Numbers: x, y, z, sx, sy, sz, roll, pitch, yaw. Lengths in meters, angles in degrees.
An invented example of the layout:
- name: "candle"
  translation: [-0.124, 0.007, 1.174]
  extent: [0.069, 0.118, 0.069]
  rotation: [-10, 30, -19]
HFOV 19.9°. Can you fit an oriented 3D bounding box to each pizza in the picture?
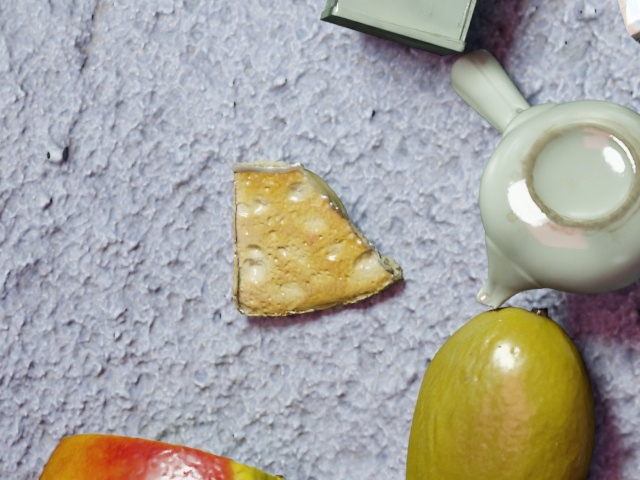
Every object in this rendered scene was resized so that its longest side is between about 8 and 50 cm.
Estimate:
- name: "pizza"
  translation: [-0.006, -0.007, 2.073]
  extent: [0.204, 0.080, 0.188]
  rotation: [0, 108, 17]

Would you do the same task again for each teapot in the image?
- name: "teapot"
  translation: [0.256, -0.085, 1.906]
  extent: [0.220, 0.149, 0.318]
  rotation: [-7, 64, 4]

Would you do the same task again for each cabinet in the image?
- name: "cabinet"
  translation: [0.105, -0.319, 1.973]
  extent: [0.150, 0.145, 0.206]
  rotation: [16, 93, -6]

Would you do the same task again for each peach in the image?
- name: "peach"
  translation: [-0.160, 0.378, 2.019]
  extent: [0.380, 0.242, 0.306]
  rotation: [10, 85, 27]

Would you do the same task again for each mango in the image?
- name: "mango"
  translation: [0.188, 0.230, 1.920]
  extent: [0.195, 0.142, 0.331]
  rotation: [12, 98, 31]

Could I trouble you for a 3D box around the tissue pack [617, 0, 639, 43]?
- name: "tissue pack"
  translation: [0.362, -0.253, 1.913]
  extent: [0.094, 0.059, 0.074]
  rotation: [-20, 74, 23]
